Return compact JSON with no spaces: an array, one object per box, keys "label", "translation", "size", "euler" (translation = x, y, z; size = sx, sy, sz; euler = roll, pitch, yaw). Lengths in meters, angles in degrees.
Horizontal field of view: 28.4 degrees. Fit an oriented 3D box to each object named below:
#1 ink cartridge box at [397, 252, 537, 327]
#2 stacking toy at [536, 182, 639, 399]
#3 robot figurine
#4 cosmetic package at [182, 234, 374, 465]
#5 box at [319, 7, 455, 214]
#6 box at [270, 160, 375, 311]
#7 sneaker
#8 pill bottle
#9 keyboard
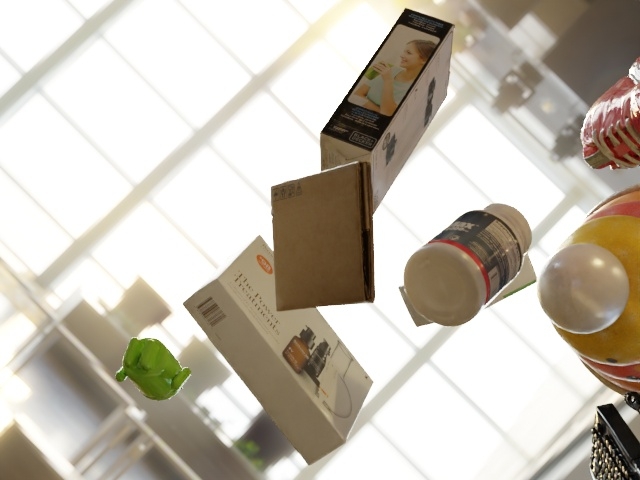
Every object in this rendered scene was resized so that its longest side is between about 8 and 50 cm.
[{"label":"ink cartridge box","translation":[0.264,0.079,2.304],"size":[0.092,0.160,0.219],"euler":[66,-24,0]},{"label":"stacking toy","translation":[0.421,0.074,1.786],"size":[0.350,0.350,0.480],"euler":[43,21,28]},{"label":"robot figurine","translation":[-0.229,0.177,1.741],"size":[0.101,0.067,0.115],"euler":[3,-31,19]},{"label":"cosmetic package","translation":[-0.069,0.195,2.367],"size":[0.377,0.097,0.284],"euler":[52,19,-6]},{"label":"box","translation":[0.103,-0.195,1.929],"size":[0.087,0.290,0.169],"euler":[23,-32,17]},{"label":"box","translation":[0.000,0.000,1.531],"size":[0.021,0.164,0.201],"euler":[0,-6,-33]},{"label":"sneaker","translation":[0.354,-0.116,1.389],"size":[0.116,0.136,0.314],"euler":[48,14,-3]},{"label":"pill bottle","translation":[0.188,0.022,1.559],"size":[0.108,0.108,0.180],"euler":[44,39,8]},{"label":"keyboard","translation":[0.399,0.294,1.592],"size":[0.033,0.201,0.317],"euler":[3,19,-8]}]
